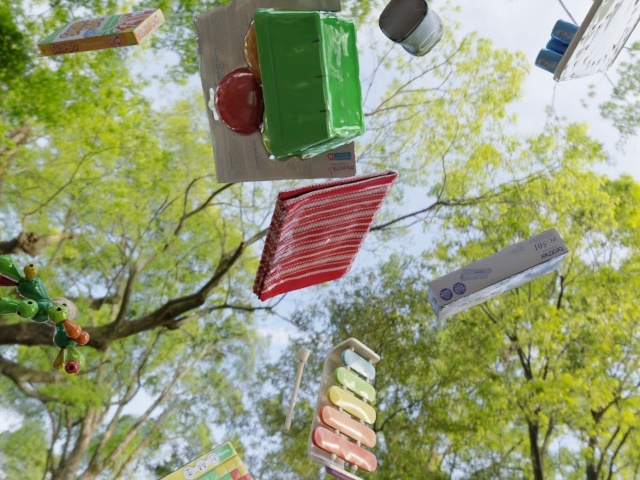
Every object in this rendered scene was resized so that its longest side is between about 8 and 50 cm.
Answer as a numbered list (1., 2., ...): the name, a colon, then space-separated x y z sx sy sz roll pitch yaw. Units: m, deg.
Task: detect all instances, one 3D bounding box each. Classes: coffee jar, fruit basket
1. coffee jar: 0.189 -0.433 1.034 0.096 0.184 0.079 -45 -102 23
2. fruit basket: -0.087 -0.268 0.913 0.353 0.165 0.327 4 -75 45

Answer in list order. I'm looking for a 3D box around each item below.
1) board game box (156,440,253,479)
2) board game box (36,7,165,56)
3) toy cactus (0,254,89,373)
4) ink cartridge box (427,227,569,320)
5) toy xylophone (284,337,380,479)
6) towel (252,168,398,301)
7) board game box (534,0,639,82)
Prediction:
1. board game box: -0.092 0.225 0.307 0.141 0.170 0.048 48 -53 23
2. board game box: -0.469 -0.436 1.076 0.259 0.124 0.039 -2 -47 19
3. toy cactus: -0.446 0.125 0.827 0.219 0.180 0.112 43 -100 1
4. ink cartridge box: 0.271 0.056 0.798 0.207 0.097 0.046 -24 -114 2
5. toy xylophone: 0.037 0.376 1.167 0.081 0.322 0.236 -24 -42 39
6. towel: 0.000 0.000 0.825 0.031 0.199 0.275 62 -29 27
7. board game box: 0.494 -0.447 0.780 0.050 0.390 0.390 36 -54 24
